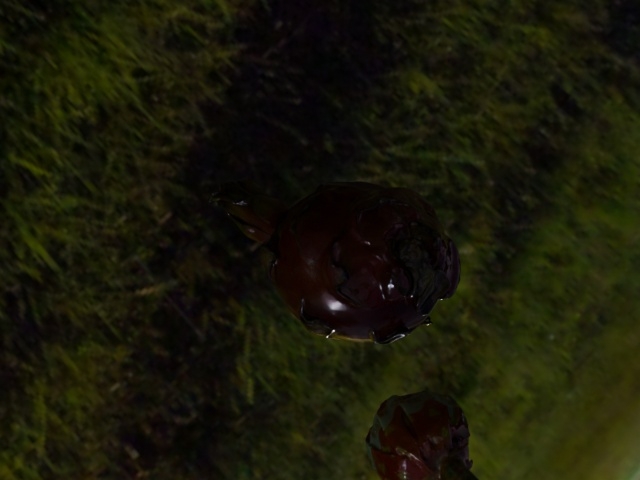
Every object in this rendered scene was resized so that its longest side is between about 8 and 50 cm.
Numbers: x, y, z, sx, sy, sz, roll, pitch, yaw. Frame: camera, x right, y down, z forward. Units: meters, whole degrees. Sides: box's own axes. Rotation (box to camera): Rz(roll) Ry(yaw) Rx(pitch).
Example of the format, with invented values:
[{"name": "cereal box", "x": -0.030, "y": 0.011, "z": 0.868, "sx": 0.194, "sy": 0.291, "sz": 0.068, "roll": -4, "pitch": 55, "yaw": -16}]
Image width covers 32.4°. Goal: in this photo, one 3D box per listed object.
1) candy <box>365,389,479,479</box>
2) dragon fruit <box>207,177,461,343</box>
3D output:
[{"name": "candy", "x": 0.120, "y": 0.183, "z": 0.764, "sx": 0.084, "sy": 0.288, "sz": 0.078, "roll": -8, "pitch": 108, "yaw": -23}, {"name": "dragon fruit", "x": 0.000, "y": 0.000, "z": 0.827, "sx": 0.125, "sy": 0.246, "sz": 0.125, "roll": -24, "pitch": 126, "yaw": -41}]
